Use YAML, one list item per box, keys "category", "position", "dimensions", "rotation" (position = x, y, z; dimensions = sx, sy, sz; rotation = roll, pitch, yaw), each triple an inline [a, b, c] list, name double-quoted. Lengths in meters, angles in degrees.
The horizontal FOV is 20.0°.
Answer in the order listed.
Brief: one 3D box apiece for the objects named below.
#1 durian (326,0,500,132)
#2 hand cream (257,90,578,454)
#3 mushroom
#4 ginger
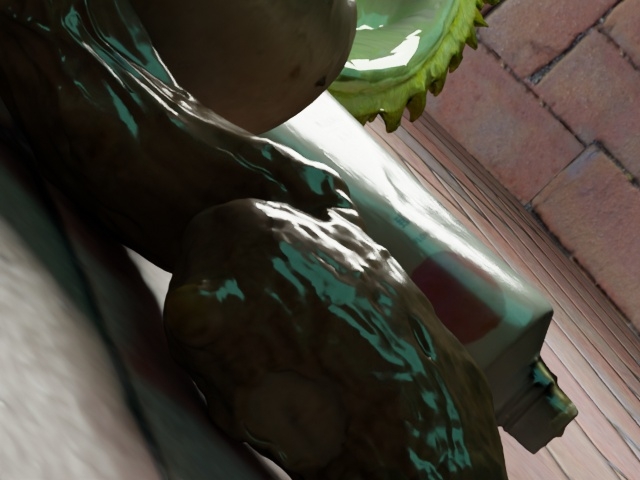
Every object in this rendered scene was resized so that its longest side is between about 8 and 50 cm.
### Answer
- category: "durian"
  position: [-0.033, -0.181, 1.045]
  dimensions: [0.394, 0.198, 0.163]
  rotation: [35, 14, -39]
- category: "hand cream"
  position: [-0.001, -0.034, 0.869]
  dimensions: [0.341, 0.078, 0.124]
  rotation: [48, 28, 10]
- category: "mushroom"
  position: [-0.053, -0.153, 0.733]
  dimensions: [0.207, 0.215, 0.207]
  rotation: [40, 1, -1]
- category: "ginger"
  position: [-0.031, 0.006, 0.589]
  dimensions: [0.290, 0.084, 0.122]
  rotation: [52, 31, 17]
